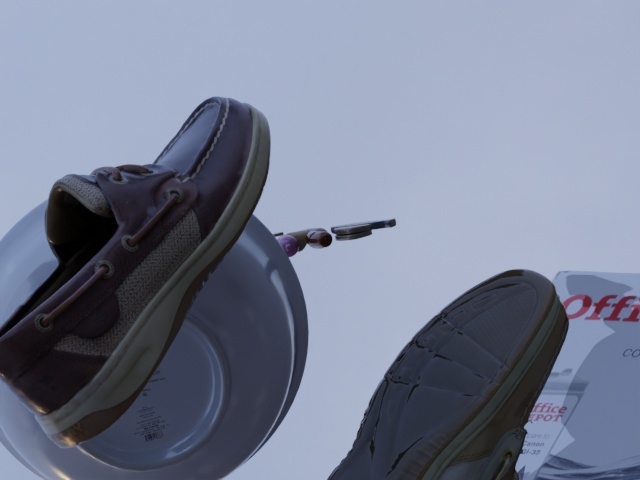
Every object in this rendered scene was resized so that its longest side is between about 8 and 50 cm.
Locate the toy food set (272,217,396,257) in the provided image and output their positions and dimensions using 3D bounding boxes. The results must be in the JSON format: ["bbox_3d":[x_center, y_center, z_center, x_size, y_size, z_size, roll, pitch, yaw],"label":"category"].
[{"bbox_3d":[0.000,0.000,1.624,0.078,0.122,0.019,-15,-82,-58],"label":"toy food set"}]

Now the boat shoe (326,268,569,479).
[{"bbox_3d":[0.039,0.072,0.591,0.045,0.050,0.135,40,-96,-36],"label":"boat shoe"}]

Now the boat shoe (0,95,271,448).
[{"bbox_3d":[-0.145,-0.008,1.347,0.123,0.123,0.342,-27,27,46],"label":"boat shoe"}]

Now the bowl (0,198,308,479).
[{"bbox_3d":[-0.150,0.101,1.508,0.298,0.298,0.134,-60,12,9],"label":"bowl"}]

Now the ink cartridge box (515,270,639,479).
[{"bbox_3d":[0.144,0.151,0.806,0.117,0.207,0.283,53,-123,-31],"label":"ink cartridge box"}]
